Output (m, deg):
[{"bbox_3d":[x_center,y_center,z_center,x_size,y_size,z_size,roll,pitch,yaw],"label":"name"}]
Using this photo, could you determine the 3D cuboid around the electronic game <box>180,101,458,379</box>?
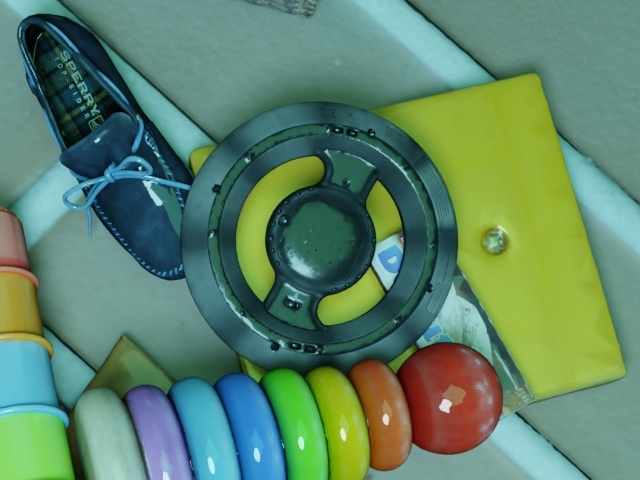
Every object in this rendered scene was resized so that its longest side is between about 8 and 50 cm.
[{"bbox_3d":[0.000,0.000,1.173,0.229,0.048,0.229,1,86,-7],"label":"electronic game"}]

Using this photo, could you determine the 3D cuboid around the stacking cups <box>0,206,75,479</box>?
[{"bbox_3d":[-0.237,0.117,1.106,0.096,0.096,0.316,-10,64,-9],"label":"stacking cups"}]

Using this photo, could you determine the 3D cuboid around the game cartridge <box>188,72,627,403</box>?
[{"bbox_3d":[0.074,0.023,1.247,0.324,0.052,0.285,-13,80,-7],"label":"game cartridge"}]

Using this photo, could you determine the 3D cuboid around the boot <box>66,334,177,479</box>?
[{"bbox_3d":[-0.238,0.187,1.151,0.264,0.096,0.280,35,72,9],"label":"boot"}]

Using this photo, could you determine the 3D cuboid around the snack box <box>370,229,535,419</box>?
[{"bbox_3d":[0.107,0.072,1.203,0.064,0.022,0.178,-29,83,-7],"label":"snack box"}]

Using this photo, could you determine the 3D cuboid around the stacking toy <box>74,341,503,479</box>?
[{"bbox_3d":[-0.015,0.152,1.110,0.330,0.141,0.141,-11,80,-16],"label":"stacking toy"}]

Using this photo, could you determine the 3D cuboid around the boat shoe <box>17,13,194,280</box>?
[{"bbox_3d":[-0.187,-0.074,1.202,0.109,0.089,0.258,-40,79,10],"label":"boat shoe"}]

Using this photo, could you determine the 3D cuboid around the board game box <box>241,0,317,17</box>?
[{"bbox_3d":[-0.079,-0.376,1.260,0.232,0.141,0.291,14,77,-4],"label":"board game box"}]
